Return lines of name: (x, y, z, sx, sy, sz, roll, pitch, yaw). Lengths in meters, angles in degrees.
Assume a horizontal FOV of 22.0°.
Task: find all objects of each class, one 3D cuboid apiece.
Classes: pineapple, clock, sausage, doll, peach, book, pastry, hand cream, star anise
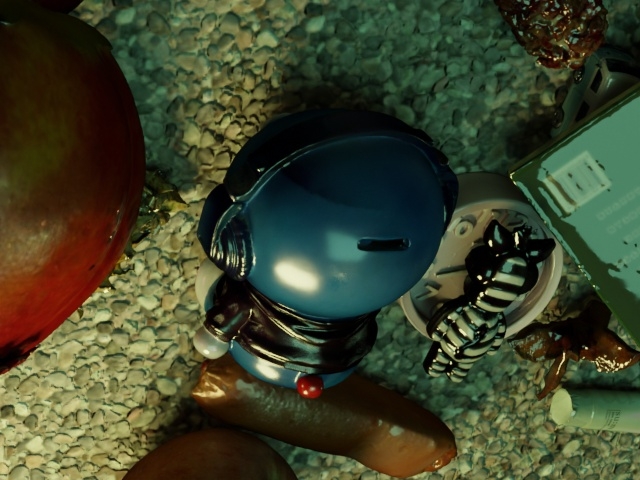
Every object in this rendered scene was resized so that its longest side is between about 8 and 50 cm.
pineapple: (-0.212, -0.011, 1.711, 0.164, 0.140, 0.249, 18, 110, -26)
clock: (0.175, 0.023, 1.884, 0.197, 0.068, 0.196, -7, 121, -12)
sausage: (0.009, 0.198, 1.926, 0.348, 0.094, 0.097, 21, 132, -27)
doll: (0.181, 0.065, 1.832, 0.091, 0.067, 0.219, 16, 120, -22)
peach: (-0.332, -0.046, 1.483, 0.370, 0.370, 0.370, -7, 122, -12)
doll: (0.000, 0.000, 1.725, 0.284, 0.240, 0.310, -3, 127, -29)
book: (0.414, -0.009, 1.805, 0.260, 0.043, 0.371, -34, 108, 15)
pastry: (0.237, -0.266, 1.717, 0.115, 0.097, 0.208, -25, 126, 11)
hand cream: (0.387, 0.216, 2.076, 0.205, 0.050, 0.078, 6, 118, -24)
star anise: (0.295, 0.150, 1.964, 0.158, 0.140, 0.144, 2, 109, 2)

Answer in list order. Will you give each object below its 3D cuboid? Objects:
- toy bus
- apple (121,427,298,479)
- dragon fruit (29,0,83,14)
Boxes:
toy bus: (0.307, -0.149, 1.816, 0.060, 0.075, 0.123, 12, 116, -22)
apple: (-0.136, 0.338, 1.873, 0.254, 0.253, 0.253, -7, 122, -12)
dragon fruit: (-0.302, -0.239, 1.576, 0.190, 0.094, 0.094, -19, 124, 1)
